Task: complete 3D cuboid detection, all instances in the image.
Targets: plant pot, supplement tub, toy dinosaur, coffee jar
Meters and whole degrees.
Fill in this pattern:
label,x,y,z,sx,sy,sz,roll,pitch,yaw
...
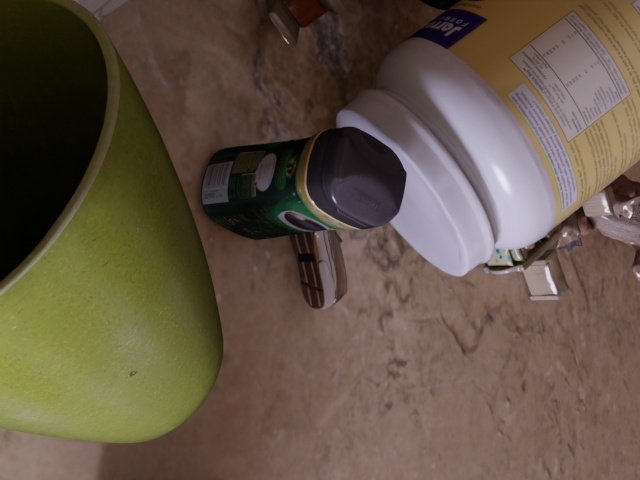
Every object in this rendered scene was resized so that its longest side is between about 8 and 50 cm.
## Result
label,x,y,z,sx,sy,sz,roll,pitch,yaw
plant pot,-0.190,0.025,0.780,0.293,0.275,0.275,54,51,-51
supplement tub,0.206,-0.142,1.107,0.331,0.241,0.241,-37,114,-11
toy dinosaur,0.387,-0.044,1.414,0.296,0.127,0.200,29,33,-14
coffee jar,-0.016,-0.049,0.983,0.096,0.184,0.079,27,69,-40

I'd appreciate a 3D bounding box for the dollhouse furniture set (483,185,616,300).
label,x,y,z,sx,sy,sz,roll,pitch,yaw
dollhouse furniture set,0.268,-0.001,1.269,0.101,0.161,0.182,-36,110,-39

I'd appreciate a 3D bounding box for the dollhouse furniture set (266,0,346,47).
label,x,y,z,sx,sy,sz,roll,pitch,yaw
dollhouse furniture set,0.012,-0.356,1.018,0.262,0.135,0.259,-34,118,7

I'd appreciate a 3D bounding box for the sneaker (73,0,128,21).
label,x,y,z,sx,sy,sz,roll,pitch,yaw
sneaker,-0.204,-0.206,0.864,0.292,0.118,0.110,-50,121,-33

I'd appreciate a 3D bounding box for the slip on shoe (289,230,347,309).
label,x,y,z,sx,sy,sz,roll,pitch,yaw
slip on shoe,0.000,0.000,1.087,0.041,0.051,0.135,-20,103,-38

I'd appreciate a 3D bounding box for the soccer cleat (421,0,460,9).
label,x,y,z,sx,sy,sz,roll,pitch,yaw
soccer cleat,0.041,-0.362,1.136,0.318,0.108,0.116,36,19,-21
